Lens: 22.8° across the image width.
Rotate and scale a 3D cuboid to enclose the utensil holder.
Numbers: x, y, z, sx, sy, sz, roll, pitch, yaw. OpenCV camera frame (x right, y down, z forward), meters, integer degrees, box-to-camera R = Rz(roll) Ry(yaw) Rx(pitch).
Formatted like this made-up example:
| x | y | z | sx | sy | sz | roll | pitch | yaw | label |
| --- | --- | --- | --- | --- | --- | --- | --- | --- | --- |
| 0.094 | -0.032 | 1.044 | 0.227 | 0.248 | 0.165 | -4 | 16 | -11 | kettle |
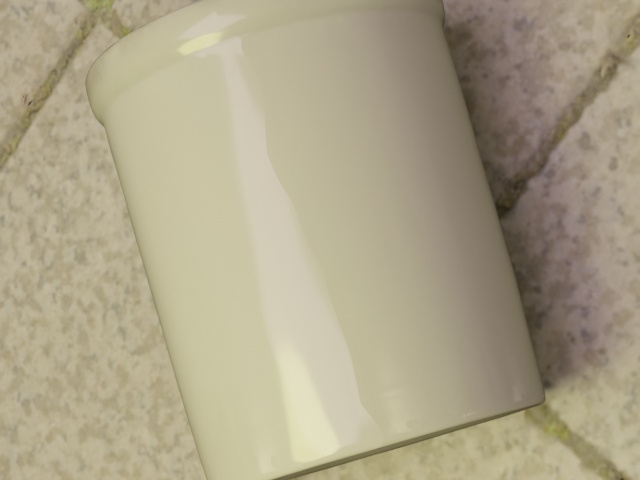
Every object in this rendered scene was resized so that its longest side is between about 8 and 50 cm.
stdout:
| x | y | z | sx | sy | sz | roll | pitch | yaw | label |
| --- | --- | --- | --- | --- | --- | --- | --- | --- | --- |
| 0.000 | 0.000 | 1.399 | 0.327 | 0.327 | 0.386 | -20 | 81 | 25 | utensil holder |
